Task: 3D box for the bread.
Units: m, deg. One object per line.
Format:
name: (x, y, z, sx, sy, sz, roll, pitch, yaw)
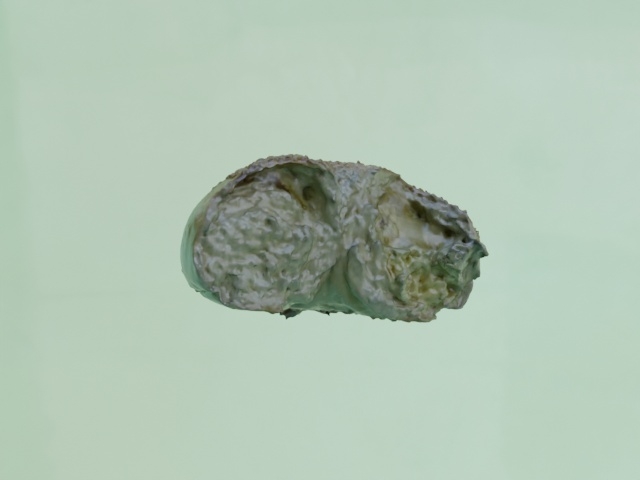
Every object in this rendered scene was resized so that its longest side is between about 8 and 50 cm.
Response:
bread: (0.002, 0.000, 1.911, 0.314, 0.171, 0.192, 5, -1, -15)
